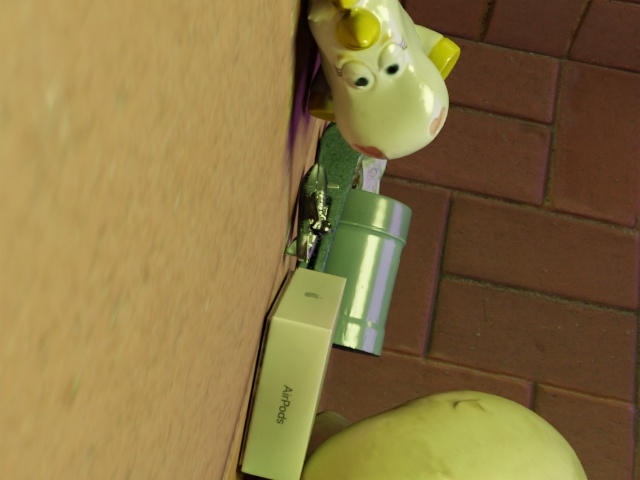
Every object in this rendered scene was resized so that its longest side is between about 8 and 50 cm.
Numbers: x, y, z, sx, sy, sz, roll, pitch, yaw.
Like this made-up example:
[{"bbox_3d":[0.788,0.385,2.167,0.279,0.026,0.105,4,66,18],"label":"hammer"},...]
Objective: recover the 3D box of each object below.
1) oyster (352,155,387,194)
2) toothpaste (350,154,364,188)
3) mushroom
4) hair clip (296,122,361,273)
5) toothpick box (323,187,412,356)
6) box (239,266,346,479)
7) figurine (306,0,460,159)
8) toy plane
[{"bbox_3d":[0.060,-0.035,1.304,0.199,0.087,0.252,-61,158,-46],"label":"oyster"},{"bbox_3d":[0.035,-0.100,1.107,0.062,0.037,0.216,-75,-179,-64],"label":"toothpaste"},{"bbox_3d":[0.058,0.254,0.762,0.336,0.314,0.314,26,-72,53],"label":"mushroom"},{"bbox_3d":[0.000,0.000,0.798,0.070,0.039,0.229,-72,174,-76],"label":"hair clip"},{"bbox_3d":[0.029,0.033,0.869,0.101,0.101,0.153,83,21,-81],"label":"toothpick box"},{"bbox_3d":[-0.020,0.104,0.690,0.129,0.051,0.130,-68,170,-74],"label":"box"},{"bbox_3d":[0.027,-0.117,0.518,0.178,0.109,0.130,-69,145,-69],"label":"figurine"},{"bbox_3d":[-0.007,-0.020,0.673,0.078,0.031,0.083,150,-44,-73],"label":"toy plane"}]
